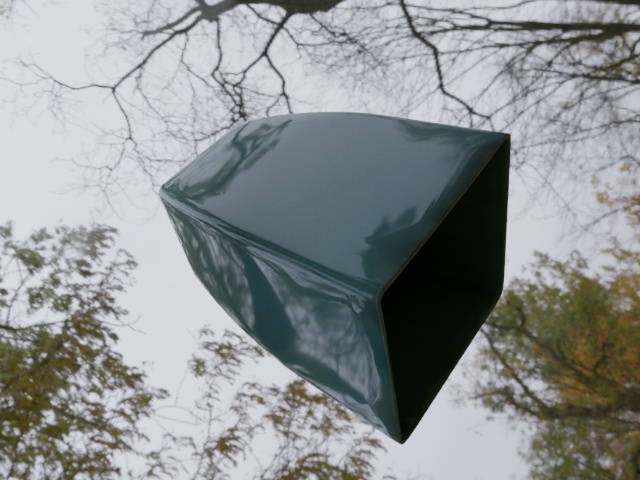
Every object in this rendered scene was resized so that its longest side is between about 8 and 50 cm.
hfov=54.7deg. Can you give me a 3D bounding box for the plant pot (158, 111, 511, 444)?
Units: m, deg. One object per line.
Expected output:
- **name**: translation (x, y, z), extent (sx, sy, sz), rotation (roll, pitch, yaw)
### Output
- **plant pot**: translation (0.000, 0.000, 0.482), extent (0.165, 0.234, 0.166), rotation (-47, -37, -31)
